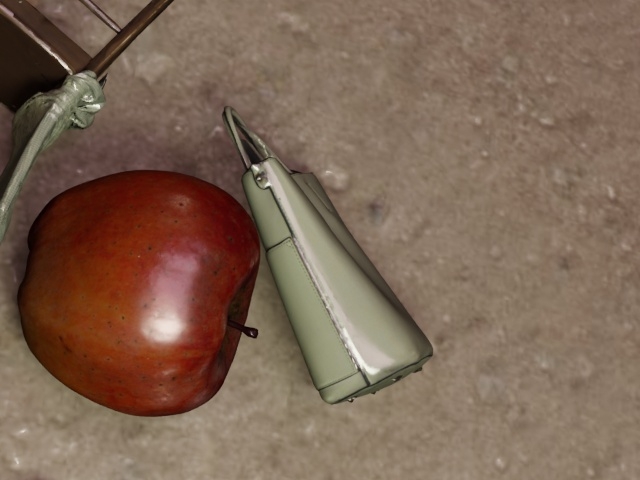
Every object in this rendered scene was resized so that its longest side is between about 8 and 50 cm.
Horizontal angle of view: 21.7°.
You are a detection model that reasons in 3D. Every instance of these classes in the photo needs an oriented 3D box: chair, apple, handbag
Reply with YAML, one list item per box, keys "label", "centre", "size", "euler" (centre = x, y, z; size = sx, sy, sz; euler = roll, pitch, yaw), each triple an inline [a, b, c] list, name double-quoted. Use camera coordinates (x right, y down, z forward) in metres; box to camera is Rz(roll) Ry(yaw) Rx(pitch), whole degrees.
- label: "chair"
  centre: [-0.295, -0.157, 1.597]
  size: [0.186, 0.160, 0.319]
  euler: [40, 60, -10]
- label: "apple"
  centre: [-0.164, 0.051, 1.541]
  size: [0.234, 0.234, 0.234]
  euler: [8, 68, -20]
- label: "handbag"
  centre: [0.000, 0.000, 1.626]
  size: [0.109, 0.241, 0.315]
  euler: [-24, 84, 7]
